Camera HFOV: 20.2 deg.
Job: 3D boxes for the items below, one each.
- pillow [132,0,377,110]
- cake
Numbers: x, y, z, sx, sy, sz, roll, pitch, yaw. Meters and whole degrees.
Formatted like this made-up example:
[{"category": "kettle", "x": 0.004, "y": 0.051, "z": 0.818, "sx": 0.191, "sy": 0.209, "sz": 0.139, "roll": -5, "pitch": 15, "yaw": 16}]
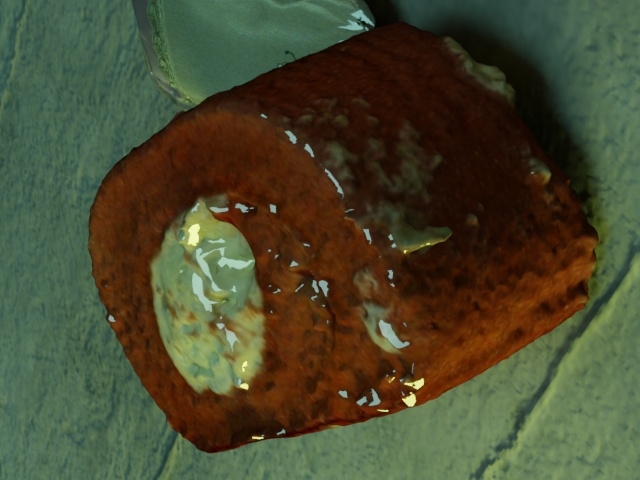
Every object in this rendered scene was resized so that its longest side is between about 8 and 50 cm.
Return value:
[{"category": "pillow", "x": -0.041, "y": -0.110, "z": 1.038, "sx": 0.233, "sy": 0.038, "sz": 0.130, "roll": 30, "pitch": 135, "yaw": 41}, {"category": "cake", "x": 0.000, "y": 0.000, "z": 0.930, "sx": 0.283, "sy": 0.151, "sz": 0.177, "roll": -20, "pitch": 94, "yaw": 56}]
